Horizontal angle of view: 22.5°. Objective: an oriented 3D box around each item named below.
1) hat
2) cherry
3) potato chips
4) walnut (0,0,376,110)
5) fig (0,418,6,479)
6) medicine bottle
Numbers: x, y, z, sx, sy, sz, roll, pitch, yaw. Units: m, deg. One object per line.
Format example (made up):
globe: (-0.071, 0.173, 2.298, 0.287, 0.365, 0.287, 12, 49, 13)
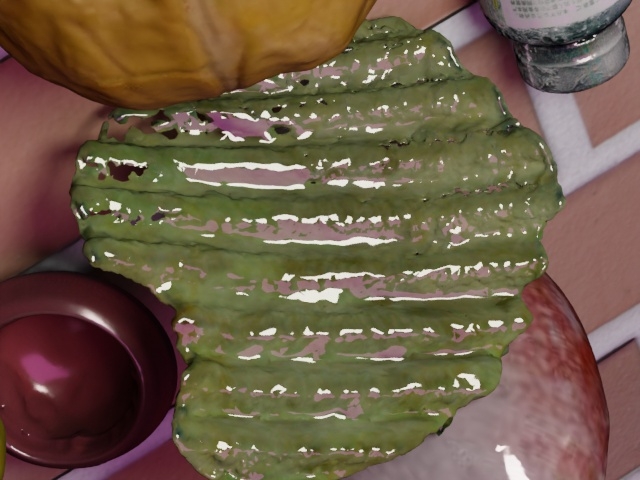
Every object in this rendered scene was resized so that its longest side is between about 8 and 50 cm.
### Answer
hat: (-0.227, 0.108, 1.420, 0.205, 0.089, 0.205, 0, 116, -1)
cherry: (0.099, 0.166, 1.488, 0.326, 0.335, 0.291, -20, 148, 14)
potato chips: (0.006, -0.004, 1.322, 0.389, 0.373, 0.097, -25, 170, -17)
walnut: (-0.115, -0.283, 1.098, 0.354, 0.308, 0.397, -27, 126, -6)
fig: (-0.370, 0.188, 1.322, 0.207, 0.207, 0.230, 4, 151, -27)
medicine bottle: (0.189, -0.268, 1.360, 0.141, 0.141, 0.293, -27, 127, -9)
